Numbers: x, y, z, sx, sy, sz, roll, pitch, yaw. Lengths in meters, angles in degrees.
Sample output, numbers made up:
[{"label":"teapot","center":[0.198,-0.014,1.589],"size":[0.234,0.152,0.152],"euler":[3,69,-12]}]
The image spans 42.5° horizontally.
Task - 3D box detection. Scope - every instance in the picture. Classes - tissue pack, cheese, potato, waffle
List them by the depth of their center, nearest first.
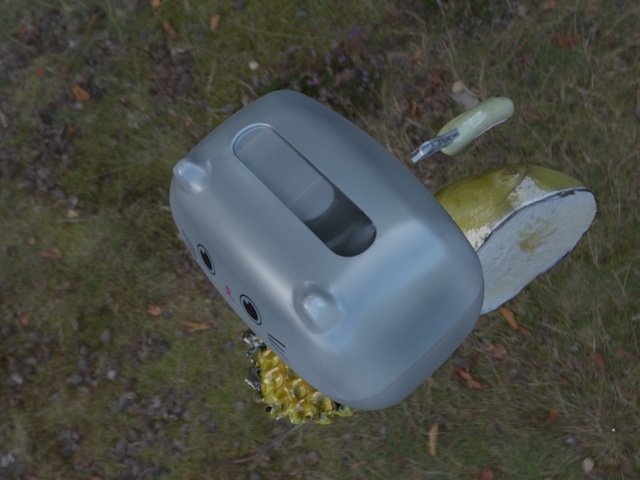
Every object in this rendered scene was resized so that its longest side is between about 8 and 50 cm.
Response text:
[{"label":"tissue pack","center":[0.000,0.000,0.856],"size":[0.229,0.236,0.333],"euler":[-42,62,-6]},{"label":"cheese","center":[0.224,-0.174,1.360],"size":[0.127,0.235,0.050],"euler":[-38,84,41]},{"label":"waffle","center":[-0.007,0.172,1.412],"size":[0.329,0.062,0.329],"euler":[-21,53,32]},{"label":"potato","center":[0.301,-0.039,1.417],"size":[0.299,0.246,0.196],"euler":[-41,54,14]}]
